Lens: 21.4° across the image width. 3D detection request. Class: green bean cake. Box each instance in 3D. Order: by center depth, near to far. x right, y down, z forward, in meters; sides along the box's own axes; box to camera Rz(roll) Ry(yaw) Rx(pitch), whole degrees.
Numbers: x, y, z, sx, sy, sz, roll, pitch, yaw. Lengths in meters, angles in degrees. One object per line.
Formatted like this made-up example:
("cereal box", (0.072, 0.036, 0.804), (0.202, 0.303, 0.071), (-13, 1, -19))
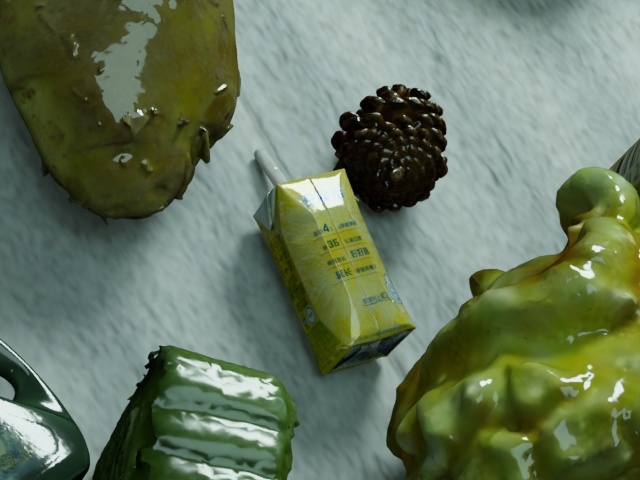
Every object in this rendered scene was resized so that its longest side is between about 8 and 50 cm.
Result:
("green bean cake", (-0.094, 0.195, 1.125), (0.113, 0.200, 0.214), (15, 61, -13))

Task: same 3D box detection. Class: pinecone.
("pinecone", (0.064, -0.079, 1.391), (0.102, 0.102, 0.109), (41, 47, 3))

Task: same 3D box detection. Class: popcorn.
("popcorn", (0.211, 0.126, 1.229), (0.335, 0.279, 0.274), (-28, 38, -20))

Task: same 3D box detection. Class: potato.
("potato", (-0.156, -0.155, 1.317), (0.191, 0.141, 0.296), (0, 67, -18))

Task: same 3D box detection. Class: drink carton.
("drink carton", (0.000, 0.000, 1.336), (0.084, 0.074, 0.200), (-16, 72, -27))

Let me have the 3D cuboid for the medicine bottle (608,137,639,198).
("medicine bottle", (0.383, -0.058, 1.327), (0.224, 0.384, 0.224), (9, 60, -17))

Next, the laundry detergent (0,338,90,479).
("laundry detergent", (-0.272, 0.111, 1.175), (0.144, 0.078, 0.222), (-36, 79, -33))
